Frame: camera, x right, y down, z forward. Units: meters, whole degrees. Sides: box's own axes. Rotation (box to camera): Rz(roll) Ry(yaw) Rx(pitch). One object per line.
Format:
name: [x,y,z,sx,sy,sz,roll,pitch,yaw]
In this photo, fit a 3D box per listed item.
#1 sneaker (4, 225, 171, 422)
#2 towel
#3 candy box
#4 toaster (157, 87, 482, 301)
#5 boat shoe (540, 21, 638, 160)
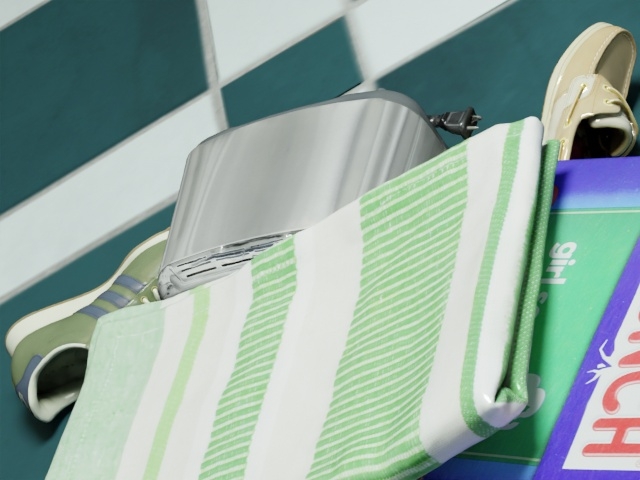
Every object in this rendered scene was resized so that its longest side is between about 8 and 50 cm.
sneaker: [-0.136,0.064,1.411,0.192,0.064,0.086,-29,39,12]
towel: [-0.022,0.070,1.081,0.324,0.038,0.248,-24,31,28]
candy box: [0.139,0.087,1.043,0.317,0.122,0.268,0,47,44]
toaster: [0.000,0.000,1.298,0.227,0.129,0.146,-13,42,30]
boat shoe: [0.174,-0.069,1.284,0.059,0.063,0.170,2,57,43]
